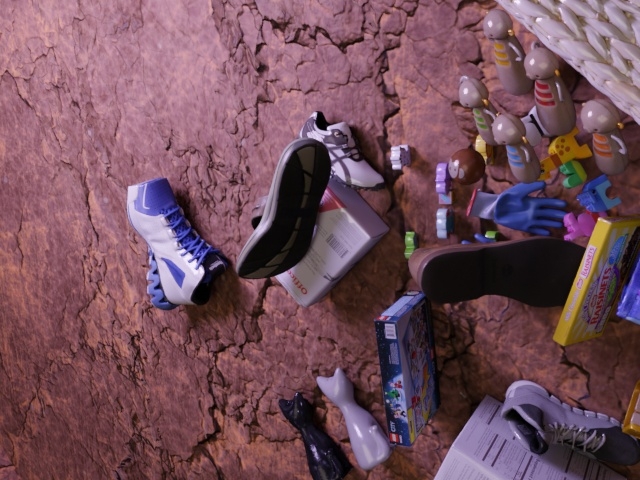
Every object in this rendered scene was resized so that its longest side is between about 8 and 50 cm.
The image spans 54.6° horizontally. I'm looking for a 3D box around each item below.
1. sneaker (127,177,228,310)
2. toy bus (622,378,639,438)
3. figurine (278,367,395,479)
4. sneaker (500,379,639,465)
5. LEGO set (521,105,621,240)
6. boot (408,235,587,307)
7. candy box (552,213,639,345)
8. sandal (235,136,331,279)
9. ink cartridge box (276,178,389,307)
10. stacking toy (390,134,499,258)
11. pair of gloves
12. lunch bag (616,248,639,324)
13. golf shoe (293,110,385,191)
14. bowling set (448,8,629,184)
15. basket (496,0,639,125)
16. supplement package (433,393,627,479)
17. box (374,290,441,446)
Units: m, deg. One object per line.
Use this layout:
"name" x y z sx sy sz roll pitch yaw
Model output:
"sneaker" -0.296 0.013 1.366 0.182 0.127 0.315 3 113 27
"toy bus" 0.557 0.277 0.915 0.191 0.104 0.202 -23 64 6
"figurine" 0.027 0.386 1.293 0.215 0.092 0.209 -39 78 33
"sneaker" 0.399 0.325 1.011 0.229 0.132 0.086 22 115 25
"LEGO set" 0.354 -0.095 0.920 0.093 0.087 0.227 -29 86 -2
"boot" 0.288 0.038 0.972 0.305 0.115 0.112 2 102 -9
"candy box" 0.422 0.060 0.935 0.027 0.105 0.205 40 126 49
"sandal" -0.066 -0.053 1.108 0.086 0.120 0.302 54 127 45
"ink cartridge box" 0.000 0.000 1.186 0.158 0.092 0.218 49 121 11
"stacking toy" 0.213 -0.066 1.059 0.167 0.052 0.221 2 106 31
"pair of gloves" 0.309 -0.007 1.009 0.159 0.023 0.198 11 110 6
"lunch bag" 0.506 0.071 0.772 0.221 0.293 0.138 23 115 25
"golf shoe" 0.041 -0.162 1.123 0.198 0.077 0.093 34 119 18
"bowling set" 0.257 -0.162 0.847 0.200 0.154 0.287 -38 47 6
"basket" 0.411 -0.276 0.694 0.331 0.328 0.266 46 117 13
"supplement package" 0.333 0.444 1.047 0.263 0.198 0.199 29 117 22
"box" 0.160 0.224 1.112 0.044 0.159 0.233 -1 104 30
